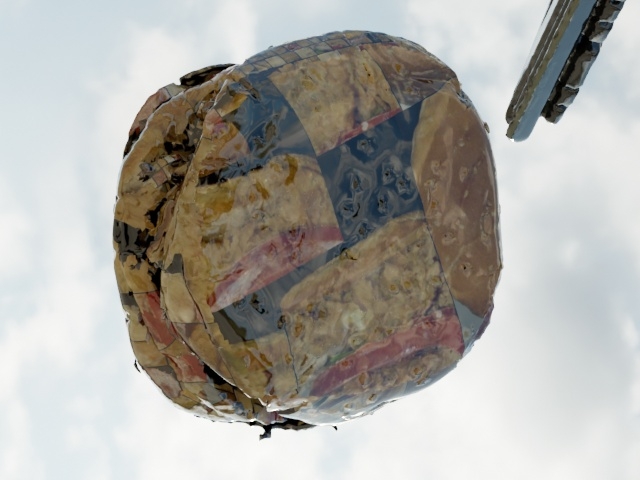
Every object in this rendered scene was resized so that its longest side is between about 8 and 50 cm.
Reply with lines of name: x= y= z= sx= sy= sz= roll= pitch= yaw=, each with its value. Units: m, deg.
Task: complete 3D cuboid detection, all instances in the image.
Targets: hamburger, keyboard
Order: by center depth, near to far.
keyboard: x=0.105 y=-0.125 z=0.448 sx=0.025 sy=0.093 sz=0.230 roll=25 pitch=-36 yaw=4
hamburger: x=0.000 y=0.000 z=0.814 sx=0.107 sy=0.231 sz=0.231 roll=5 pitch=-77 yaw=58
